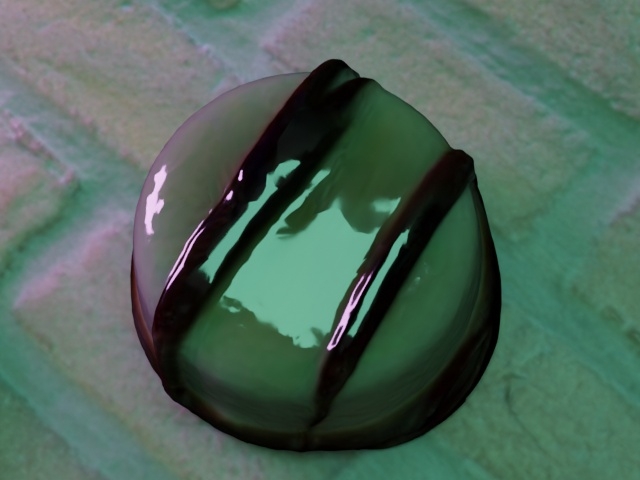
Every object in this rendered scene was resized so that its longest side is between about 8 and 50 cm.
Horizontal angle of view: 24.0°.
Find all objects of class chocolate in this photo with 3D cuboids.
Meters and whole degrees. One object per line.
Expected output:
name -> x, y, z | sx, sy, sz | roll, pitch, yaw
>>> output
chocolate -> 0.000, 0.000, 1.016 | 0.283, 0.186, 0.284 | 1, 66, -2
